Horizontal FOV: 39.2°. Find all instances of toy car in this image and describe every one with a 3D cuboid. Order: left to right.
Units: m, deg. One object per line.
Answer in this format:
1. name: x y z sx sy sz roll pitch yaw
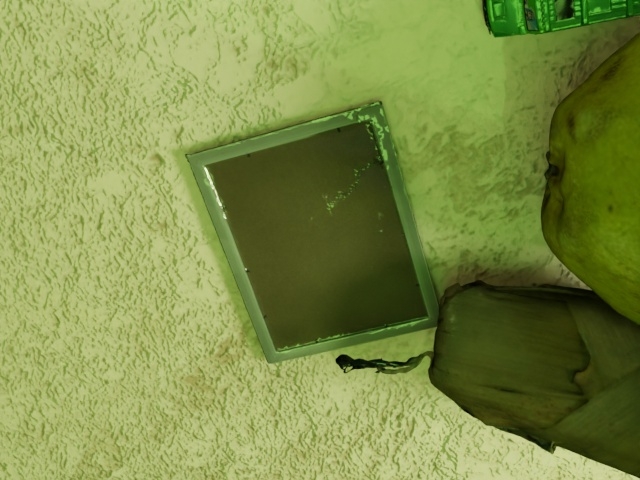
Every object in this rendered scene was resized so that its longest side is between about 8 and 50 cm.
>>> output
1. toy car: 0.244 -0.242 0.888 0.165 0.062 0.071 -9 116 8

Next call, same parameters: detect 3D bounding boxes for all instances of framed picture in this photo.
1. framed picture: 0.000 0.000 1.049 0.231 0.018 0.293 -13 115 10

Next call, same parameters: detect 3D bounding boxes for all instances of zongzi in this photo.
1. zongzi: 0.255 0.148 0.912 0.447 0.418 0.182 12 96 -5

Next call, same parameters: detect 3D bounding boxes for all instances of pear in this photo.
1. pear: 0.415 -0.058 0.831 0.413 0.352 0.352 -3 117 -5
